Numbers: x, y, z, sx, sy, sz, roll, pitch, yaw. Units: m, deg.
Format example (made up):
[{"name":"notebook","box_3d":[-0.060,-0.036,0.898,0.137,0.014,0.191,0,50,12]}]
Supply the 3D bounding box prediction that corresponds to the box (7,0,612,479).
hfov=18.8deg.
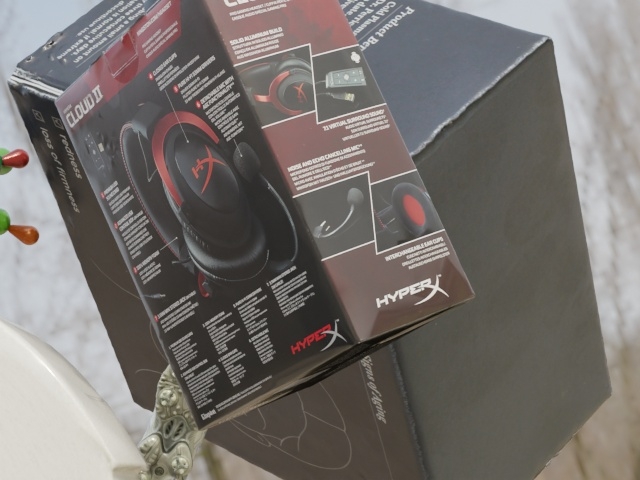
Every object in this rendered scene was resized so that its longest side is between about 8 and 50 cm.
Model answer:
[{"name":"box","box_3d":[0.000,0.000,1.962,0.297,0.472,0.480,-41,-44,-28]}]

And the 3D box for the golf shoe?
[{"name":"golf shoe","box_3d":[-0.121,0.148,1.740,0.176,0.069,0.086,-60,6,13]}]

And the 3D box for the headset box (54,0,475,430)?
[{"name":"headset box","box_3d":[-0.051,-0.046,1.310,0.110,0.293,0.218,-19,-9,-37]}]

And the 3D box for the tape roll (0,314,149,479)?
[{"name":"tape roll","box_3d":[-0.295,0.217,1.229,0.392,0.392,0.072,-21,-14,8]}]

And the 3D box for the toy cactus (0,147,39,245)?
[{"name":"toy cactus","box_3d":[-0.353,-0.044,1.934,0.219,0.112,0.180,-48,-20,-44]}]
